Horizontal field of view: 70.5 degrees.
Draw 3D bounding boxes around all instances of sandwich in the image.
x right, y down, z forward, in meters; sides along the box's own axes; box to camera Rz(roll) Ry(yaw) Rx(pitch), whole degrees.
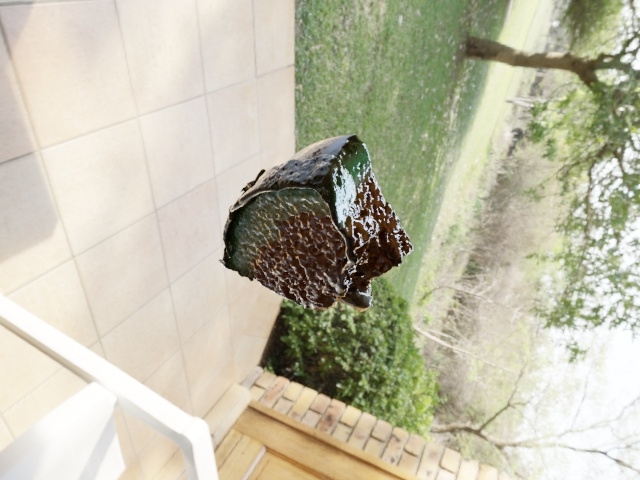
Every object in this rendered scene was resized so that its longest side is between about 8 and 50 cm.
[{"bbox_3d":[-0.005,-0.010,0.532,0.109,0.212,0.292,-55,175,-30],"label":"sandwich"}]
